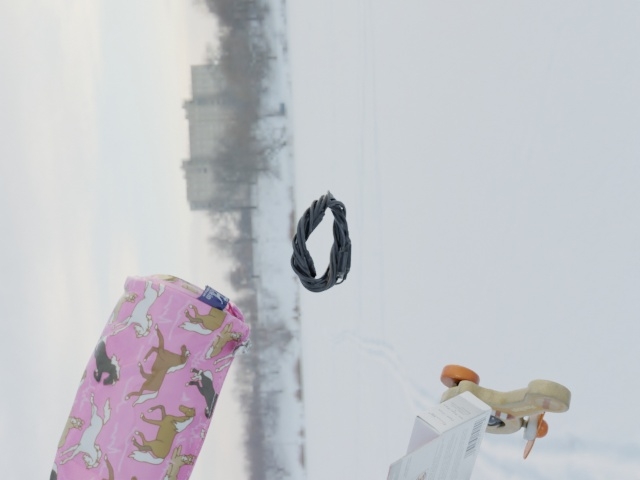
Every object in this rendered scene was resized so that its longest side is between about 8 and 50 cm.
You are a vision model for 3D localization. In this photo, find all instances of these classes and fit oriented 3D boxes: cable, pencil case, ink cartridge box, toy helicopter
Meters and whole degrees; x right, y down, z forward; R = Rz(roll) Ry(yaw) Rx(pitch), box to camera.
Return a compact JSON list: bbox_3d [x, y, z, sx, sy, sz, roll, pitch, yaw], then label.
[{"bbox_3d":[0.000,0.000,1.570,0.150,0.047,0.184,-3,-83,-48],"label":"cable"},{"bbox_3d":[-0.218,0.235,1.056,0.160,0.167,0.386,33,-106,-53],"label":"pencil case"},{"bbox_3d":[0.159,0.427,1.476,0.066,0.261,0.296,33,124,38],"label":"ink cartridge box"},{"bbox_3d":[0.384,0.340,1.721,0.355,0.235,0.140,-39,24,62],"label":"toy helicopter"}]
